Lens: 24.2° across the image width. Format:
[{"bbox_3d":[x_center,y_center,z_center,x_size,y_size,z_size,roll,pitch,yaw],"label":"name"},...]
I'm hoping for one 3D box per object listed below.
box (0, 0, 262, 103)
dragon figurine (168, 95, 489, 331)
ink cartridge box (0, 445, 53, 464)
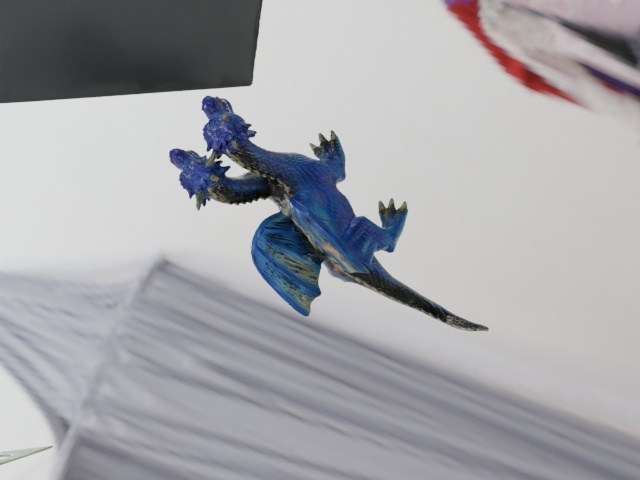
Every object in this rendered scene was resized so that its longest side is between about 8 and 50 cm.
[{"bbox_3d":[-0.209,-0.199,1.292,0.261,0.184,0.103,-8,-59,-35],"label":"box"},{"bbox_3d":[0.000,0.000,1.207,0.085,0.289,0.144,-38,1,35],"label":"dragon figurine"},{"bbox_3d":[-0.313,0.155,1.095,0.109,0.062,0.209,-14,0,38],"label":"ink cartridge box"}]
